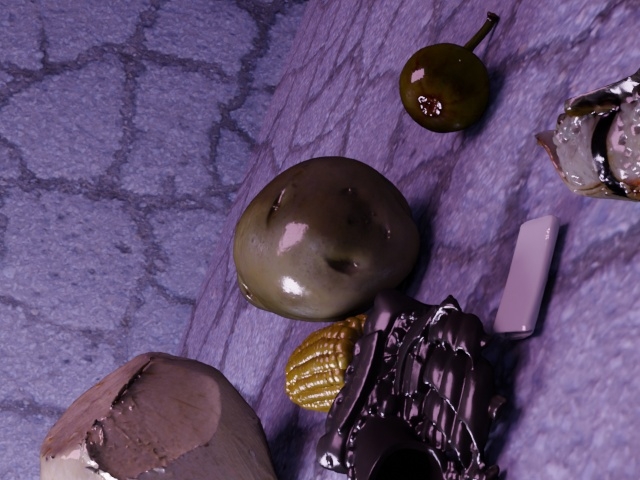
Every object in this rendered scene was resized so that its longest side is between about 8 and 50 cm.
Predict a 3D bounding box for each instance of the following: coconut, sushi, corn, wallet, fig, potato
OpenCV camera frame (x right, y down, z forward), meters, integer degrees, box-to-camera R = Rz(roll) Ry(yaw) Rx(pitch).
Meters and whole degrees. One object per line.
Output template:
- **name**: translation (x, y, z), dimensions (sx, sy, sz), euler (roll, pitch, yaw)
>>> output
- **coconut**: translation (-0.232, 0.373, 1.412), dimensions (0.346, 0.360, 0.346), euler (-35, 15, 11)
- **sushi**: translation (0.255, -0.068, 0.703), dimensions (0.273, 0.134, 0.109), euler (-22, 75, 62)
- **corn**: translation (0.026, 0.166, 1.182), dimensions (0.322, 0.119, 0.119), euler (136, 154, -70)
- **wallet**: translation (0.204, 0.036, 0.893), dimensions (0.061, 0.025, 0.122), euler (146, 145, -69)
- **fig**: translation (0.189, -0.244, 1.254), dimensions (0.124, 0.124, 0.236), euler (-50, 7, 51)
- **potato**: translation (0.000, 0.000, 1.305), dimensions (0.243, 0.221, 0.326), euler (-63, 18, -10)

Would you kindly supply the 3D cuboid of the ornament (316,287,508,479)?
- **ornament**: translation (0.109, 0.178, 0.908), dimensions (0.251, 0.106, 0.260), euler (-70, 19, -3)
